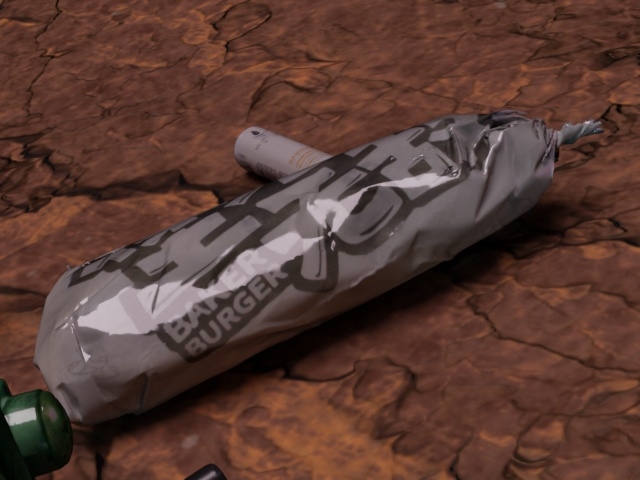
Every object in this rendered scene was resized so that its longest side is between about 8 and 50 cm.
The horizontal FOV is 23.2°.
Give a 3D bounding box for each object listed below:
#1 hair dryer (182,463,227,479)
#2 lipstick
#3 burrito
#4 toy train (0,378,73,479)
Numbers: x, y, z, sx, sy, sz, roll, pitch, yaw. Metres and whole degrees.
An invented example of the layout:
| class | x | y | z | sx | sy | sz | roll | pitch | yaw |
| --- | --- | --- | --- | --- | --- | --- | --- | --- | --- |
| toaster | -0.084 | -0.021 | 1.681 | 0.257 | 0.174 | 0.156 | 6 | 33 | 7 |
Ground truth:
| class | x | y | z | sx | sy | sz | roll | pitch | yaw |
| --- | --- | --- | --- | --- | --- | --- | --- | --- | --- |
| hair dryer | -0.067 | 0.178 | 0.985 | 0.047 | 0.026 | 0.083 | -32 | 41 | -19 |
| lipstick | -0.016 | -0.059 | 1.277 | 0.040 | 0.040 | 0.141 | -37 | 39 | -27 |
| burrito | 0.000 | 0.000 | 1.137 | 0.445 | 0.101 | 0.139 | -25 | 30 | -8 |
| toy train | -0.283 | 0.172 | 0.961 | 0.266 | 0.145 | 0.202 | -16 | 23 | 2 |
